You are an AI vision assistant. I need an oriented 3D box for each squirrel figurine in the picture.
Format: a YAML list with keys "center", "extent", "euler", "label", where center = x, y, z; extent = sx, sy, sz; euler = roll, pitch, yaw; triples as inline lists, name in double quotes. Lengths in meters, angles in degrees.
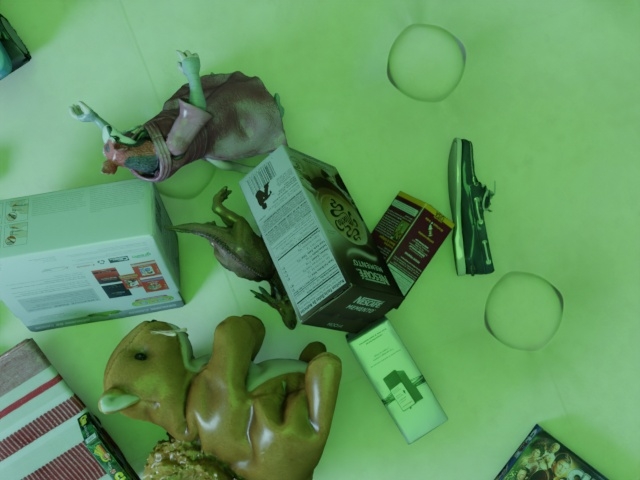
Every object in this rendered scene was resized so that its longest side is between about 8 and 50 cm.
- center: [-0.186, 0.312, 1.518]
  extent: [0.370, 0.281, 0.397]
  euler: [11, 94, -5]
  label: "squirrel figurine"

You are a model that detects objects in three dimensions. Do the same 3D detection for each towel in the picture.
- center: [-0.520, 0.360, 1.646]
  extent: [0.237, 0.037, 0.329]
  euler: [-32, 108, 4]
  label: "towel"

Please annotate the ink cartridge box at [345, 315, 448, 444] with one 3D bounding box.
- center: [0.133, 0.244, 1.633]
  extent: [0.086, 0.153, 0.208]
  euler: [-31, 90, -1]
  label: "ink cartridge box"

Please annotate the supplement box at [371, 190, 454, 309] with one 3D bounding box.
- center: [0.141, 0.016, 1.648]
  extent: [0.080, 0.104, 0.188]
  euler: [34, 90, -27]
  label: "supplement box"

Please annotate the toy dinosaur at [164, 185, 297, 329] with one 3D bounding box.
- center: [-0.124, 0.032, 1.605]
  extent: [0.127, 0.295, 0.200]
  euler: [-40, 48, 24]
  label: "toy dinosaur"

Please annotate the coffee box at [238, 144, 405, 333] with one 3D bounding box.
- center: [0.000, 0.000, 1.559]
  extent: [0.119, 0.168, 0.297]
  euler: [-39, 60, 23]
  label: "coffee box"

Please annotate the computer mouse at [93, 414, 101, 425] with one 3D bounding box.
- center: [-0.518, 0.390, 1.692]
  extent: [0.242, 0.041, 0.071]
  euler: [-29, 90, 1]
  label: "computer mouse"

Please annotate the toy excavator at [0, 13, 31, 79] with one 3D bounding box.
- center: [-0.651, -0.316, 1.498]
  extent: [0.222, 0.445, 0.433]
  euler: [-30, 89, 1]
  label: "toy excavator"

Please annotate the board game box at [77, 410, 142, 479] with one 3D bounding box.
- center: [-0.336, 0.424, 1.603]
  extent: [0.030, 0.136, 0.260]
  euler: [-35, 110, -10]
  label: "board game box"

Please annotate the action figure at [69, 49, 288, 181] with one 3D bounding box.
- center: [-0.243, -0.169, 1.559]
  extent: [0.248, 0.370, 0.276]
  euler: [-14, 107, 38]
  label: "action figure"

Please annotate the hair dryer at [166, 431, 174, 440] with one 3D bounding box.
- center: [-0.266, 0.332, 1.670]
  extent: [0.293, 0.080, 0.224]
  euler: [33, 89, 1]
  label: "hair dryer"

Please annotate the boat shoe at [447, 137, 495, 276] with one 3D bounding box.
- center: [0.278, -0.061, 1.662]
  extent: [0.079, 0.095, 0.255]
  euler: [-4, 91, 2]
  label: "boat shoe"

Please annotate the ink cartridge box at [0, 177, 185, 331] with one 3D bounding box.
- center: [-0.417, 0.032, 1.628]
  extent: [0.309, 0.272, 0.130]
  euler: [-9, 59, 0]
  label: "ink cartridge box"

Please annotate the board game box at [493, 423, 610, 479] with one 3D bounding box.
- center: [0.450, 0.479, 1.681]
  extent: [0.243, 0.042, 0.165]
  euler: [37, 90, 1]
  label: "board game box"
